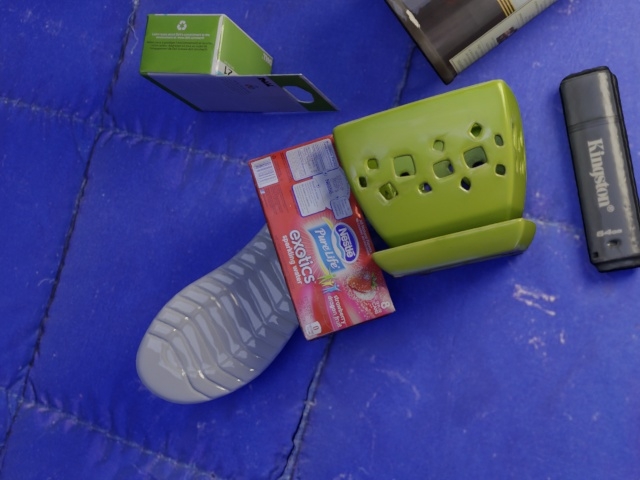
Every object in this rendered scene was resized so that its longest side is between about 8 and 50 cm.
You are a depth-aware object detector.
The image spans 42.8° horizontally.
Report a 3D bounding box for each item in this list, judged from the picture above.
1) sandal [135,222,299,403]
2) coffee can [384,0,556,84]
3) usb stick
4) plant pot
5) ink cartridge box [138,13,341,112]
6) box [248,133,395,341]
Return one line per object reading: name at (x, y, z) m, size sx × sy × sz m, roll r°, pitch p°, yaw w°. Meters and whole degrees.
sandal at (-0.093, 0.088, 1.233) m, size 0.416 × 0.102 × 0.169 m, roll -43°, pitch 86°, yaw -2°
coffee can at (0.225, -0.375, 1.110) m, size 0.275 × 0.201 × 0.201 m, roll -36°, pitch 73°, yaw 12°
usb stick at (0.381, -0.097, 1.100) m, size 0.077 × 0.045 × 0.278 m, roll -10°, pitch 80°, yaw 18°
plant pot at (0.167, -0.067, 1.086) m, size 0.228 × 0.227 × 0.207 m, roll -13°, pitch 85°, yaw 18°
ink cartridge box at (-0.111, -0.262, 1.229) m, size 0.255 × 0.189 × 0.097 m, roll 4°, pitch 83°, yaw 19°
box at (0.000, 0.000, 1.127) m, size 0.128 × 0.122 × 0.257 m, roll -19°, pitch 84°, yaw -2°
